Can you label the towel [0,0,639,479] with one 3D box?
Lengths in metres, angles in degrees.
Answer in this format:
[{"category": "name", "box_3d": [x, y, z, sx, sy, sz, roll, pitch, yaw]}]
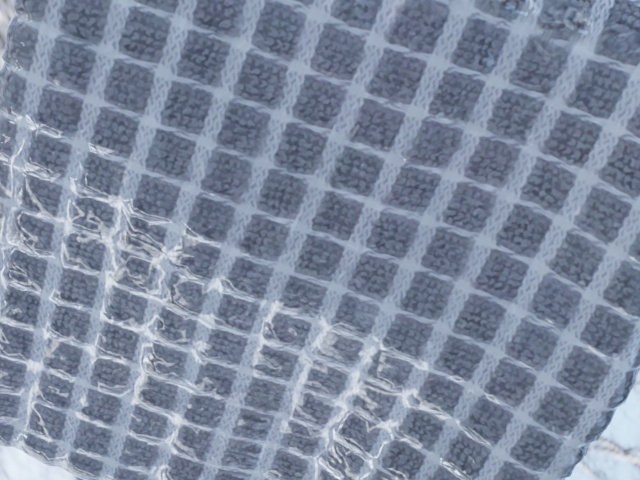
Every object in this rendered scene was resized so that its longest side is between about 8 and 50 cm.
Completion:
[{"category": "towel", "box_3d": [0.000, 0.000, 0.440, 0.235, 0.283, 0.121, 21, -147, -2]}]
